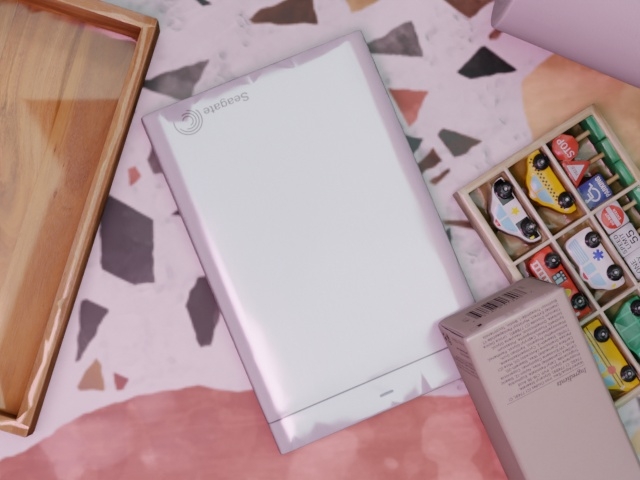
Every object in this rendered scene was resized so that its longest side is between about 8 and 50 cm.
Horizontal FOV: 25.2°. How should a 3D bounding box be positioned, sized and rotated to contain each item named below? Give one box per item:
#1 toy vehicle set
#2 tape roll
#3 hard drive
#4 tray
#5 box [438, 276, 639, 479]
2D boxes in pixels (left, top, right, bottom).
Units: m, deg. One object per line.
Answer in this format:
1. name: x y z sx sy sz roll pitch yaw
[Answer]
1. toy vehicle set: 0.274 0.019 1.421 0.166 0.035 0.267 -34 89 -6
2. tape roll: 0.283 -0.281 1.340 0.169 0.246 0.246 22 84 -4
3. hard drive: 0.000 0.000 1.394 0.233 0.047 0.353 -23 88 -6
4. tray: -0.310 -0.041 1.359 0.203 0.076 0.410 17 84 -3
5. box: 0.221 0.180 1.349 0.113 0.094 0.275 -25 100 -9
